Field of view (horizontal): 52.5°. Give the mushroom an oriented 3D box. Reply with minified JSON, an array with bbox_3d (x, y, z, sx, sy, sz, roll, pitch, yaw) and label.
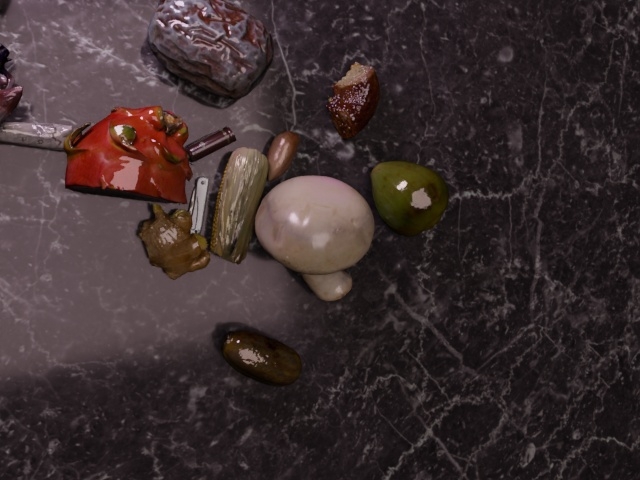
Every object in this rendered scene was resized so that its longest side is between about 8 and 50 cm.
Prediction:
[{"bbox_3d":[0.011,-0.021,1.714,0.356,0.315,0.315,43,79,-12],"label":"mushroom"}]

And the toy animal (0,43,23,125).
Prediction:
[{"bbox_3d":[-0.785,-0.292,1.482,0.324,0.195,0.090,-58,147,-4],"label":"toy animal"}]

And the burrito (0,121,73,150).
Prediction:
[{"bbox_3d":[-0.695,-0.257,1.568,0.203,0.064,0.064,4,92,-21],"label":"burrito"}]

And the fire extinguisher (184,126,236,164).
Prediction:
[{"bbox_3d":[-0.301,-0.249,1.719,0.158,0.043,0.064,-30,73,-16],"label":"fire extinguisher"}]

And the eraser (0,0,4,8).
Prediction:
[{"bbox_3d":[-0.825,-0.635,1.494,0.210,0.068,0.124,24,87,-19],"label":"eraser"}]

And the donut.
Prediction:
[{"bbox_3d":[0.106,-0.395,1.820,0.186,0.126,0.144,-47,114,-12],"label":"donut"}]

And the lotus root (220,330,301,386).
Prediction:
[{"bbox_3d":[-0.160,0.320,1.759,0.241,0.124,0.123,23,75,-20],"label":"lotus root"}]

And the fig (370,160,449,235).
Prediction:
[{"bbox_3d":[0.252,-0.130,1.841,0.207,0.207,0.230,-35,105,-15],"label":"fig"}]

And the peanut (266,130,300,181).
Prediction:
[{"bbox_3d":[-0.109,-0.229,1.772,0.076,0.076,0.152,28,87,-19],"label":"peanut"}]

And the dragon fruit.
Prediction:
[{"bbox_3d":[-0.448,-0.210,1.547,0.305,0.305,0.226,7,90,-20],"label":"dragon fruit"}]

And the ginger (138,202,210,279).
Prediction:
[{"bbox_3d":[-0.381,0.000,1.664,0.157,0.102,0.216,-20,116,3],"label":"ginger"}]

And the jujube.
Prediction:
[{"bbox_3d":[-0.276,-0.497,1.632,0.317,0.226,0.226,28,84,-14],"label":"jujube"}]

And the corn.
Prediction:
[{"bbox_3d":[-0.214,-0.092,1.717,0.122,0.123,0.305,12,90,-21],"label":"corn"}]

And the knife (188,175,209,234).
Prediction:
[{"bbox_3d":[-0.328,-0.092,1.729,0.044,0.023,0.162,9,90,-16],"label":"knife"}]
